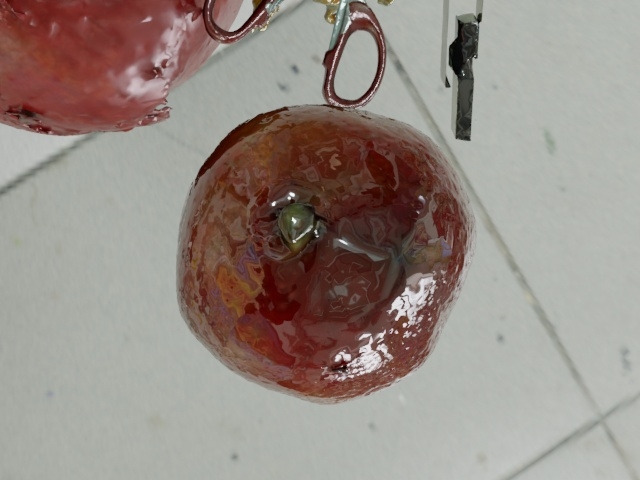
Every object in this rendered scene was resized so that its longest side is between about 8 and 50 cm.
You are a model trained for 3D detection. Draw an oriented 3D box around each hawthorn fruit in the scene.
[{"bbox_3d":[0.000,0.000,0.850,0.169,0.188,0.169,-3,71,9],"label":"hawthorn fruit"}]

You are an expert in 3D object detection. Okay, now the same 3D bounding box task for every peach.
[{"bbox_3d":[-0.212,-0.243,1.288,0.370,0.370,0.370,-4,112,-11],"label":"peach"}]

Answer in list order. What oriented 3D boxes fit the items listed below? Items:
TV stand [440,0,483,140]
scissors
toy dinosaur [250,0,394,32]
[{"bbox_3d":[0.144,-0.222,1.604,0.042,0.036,0.249,-3,114,-7],"label":"TV stand"},{"bbox_3d":[0.027,-0.229,1.181,0.144,0.017,0.247,30,88,-10],"label":"scissors"},{"bbox_3d":[0.031,-0.267,1.461,0.142,0.057,0.212,-2,141,-51],"label":"toy dinosaur"}]
